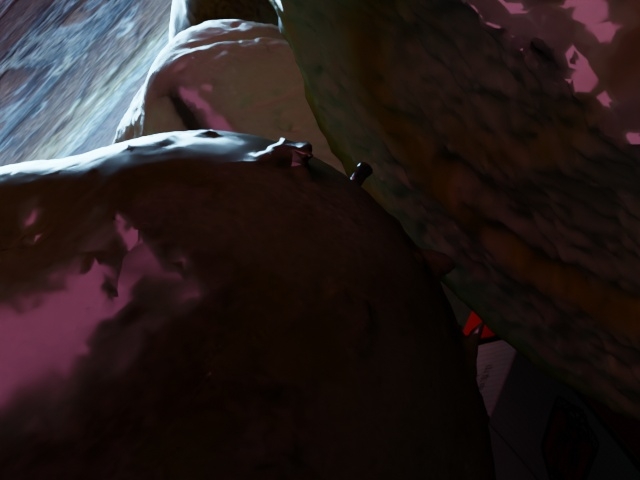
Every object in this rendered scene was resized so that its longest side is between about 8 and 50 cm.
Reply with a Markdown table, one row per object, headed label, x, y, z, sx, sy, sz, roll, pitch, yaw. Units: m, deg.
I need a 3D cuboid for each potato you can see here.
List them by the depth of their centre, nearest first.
| label | x | y | z | sx | sy | sz | roll | pitch | yaw |
| --- | --- | --- | --- | --- | --- | --- | --- | --- | --- |
| potato | -0.071 | 0.142 | 0.594 | 0.270 | 0.359 | 0.219 | -4 | -5 | 14 |

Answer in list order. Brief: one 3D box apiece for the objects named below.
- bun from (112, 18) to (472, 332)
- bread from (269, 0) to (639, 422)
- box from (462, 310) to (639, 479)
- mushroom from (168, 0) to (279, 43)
| label | x | y | z | sx | sy | sz | roll | pitch | yaw |
| --- | --- | --- | --- | --- | --- | --- | --- | --- | --- |
| bun | 0.000 | 0.000 | 0.883 | 0.153 | 0.243 | 0.244 | -32 | 18 | -27 |
| bread | 0.189 | -0.039 | 0.598 | 0.395 | 0.264 | 0.239 | 40 | 71 | 23 |
| box | 0.090 | 0.094 | 0.725 | 0.048 | 0.100 | 0.152 | -12 | 37 | 43 |
| mushroom | 0.034 | -0.220 | 1.142 | 0.239 | 0.345 | 0.345 | 7 | 35 | 1 |
